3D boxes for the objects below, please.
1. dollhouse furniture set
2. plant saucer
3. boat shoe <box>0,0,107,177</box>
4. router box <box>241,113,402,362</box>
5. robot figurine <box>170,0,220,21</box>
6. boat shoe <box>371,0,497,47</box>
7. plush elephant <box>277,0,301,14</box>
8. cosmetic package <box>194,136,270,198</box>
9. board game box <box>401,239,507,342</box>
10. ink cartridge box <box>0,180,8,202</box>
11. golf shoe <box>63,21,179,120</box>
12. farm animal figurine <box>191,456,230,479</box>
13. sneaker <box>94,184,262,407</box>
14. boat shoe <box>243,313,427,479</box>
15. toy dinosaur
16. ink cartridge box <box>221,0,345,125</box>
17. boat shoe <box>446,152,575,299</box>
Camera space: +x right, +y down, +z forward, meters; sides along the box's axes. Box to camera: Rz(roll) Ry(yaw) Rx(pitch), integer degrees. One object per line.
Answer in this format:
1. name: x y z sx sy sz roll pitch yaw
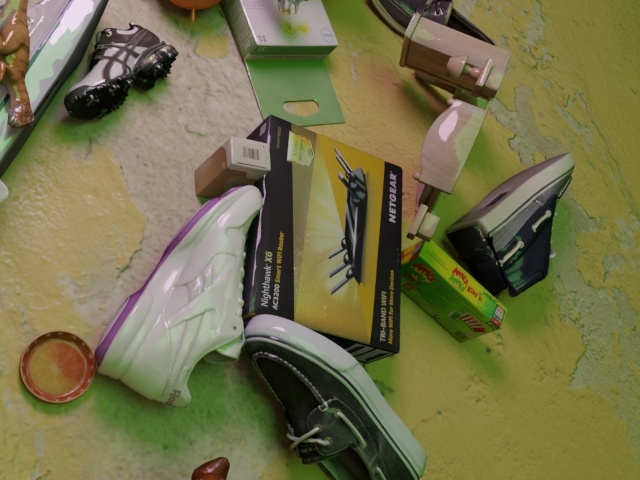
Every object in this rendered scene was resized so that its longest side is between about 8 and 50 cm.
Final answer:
1. dollhouse furniture set: 0.157 -0.163 1.213 0.174 0.303 0.355 24 81 7
2. plant saucer: -0.300 0.144 0.834 0.083 0.013 0.083 14 62 -29
3. boat shoe: -0.382 -0.234 0.879 0.156 0.136 0.367 30 65 -17
4. router box: 0.000 0.000 1.061 0.243 0.081 0.309 18 61 -28
5. robot figurine: -0.200 -0.440 1.082 0.158 0.128 0.219 -24 85 -39
6. boat shoe: 0.218 -0.420 1.387 0.285 0.092 0.103 35 54 -18
7. plush elephant: -0.010 -0.532 1.145 0.255 0.272 0.330 -23 86 -28
8. cosmetic package: -0.121 -0.095 0.996 0.060 0.115 0.041 7 68 -31
9. board game box: 0.197 0.081 1.155 0.181 0.092 0.043 41 52 -14
10. ink cartridge box: -0.502 -0.116 0.694 0.207 0.119 0.353 -44 99 -11
11. golf shoe: -0.283 -0.230 0.975 0.094 0.077 0.198 45 42 -3
12. farm animal figurine: -0.082 0.396 0.791 0.330 0.172 0.326 36 66 -26
13. sneaker: -0.143 0.066 0.914 0.152 0.114 0.305 36 63 -9
14. boat shoe: 0.016 0.235 0.934 0.335 0.121 0.119 46 51 -18
15. toy dinosaur: -0.341 -0.226 0.796 0.112 0.064 0.211 7 87 -37
16. ink cartridge box: -0.047 -0.303 1.179 0.171 0.056 0.235 -12 75 -38
17. boat shoe: 0.373 -0.026 1.319 0.340 0.127 0.158 -34 98 -31
